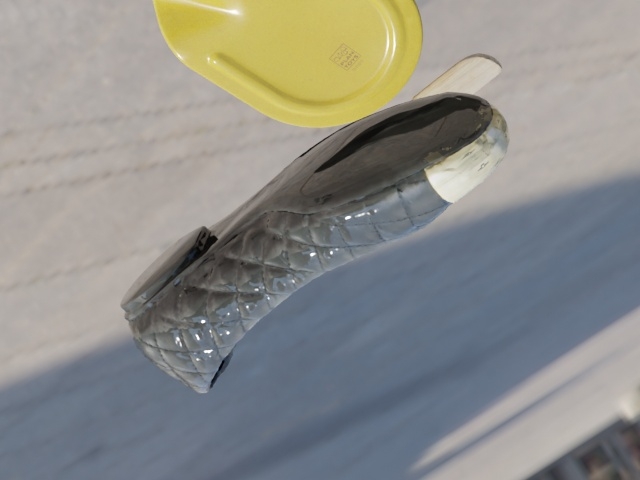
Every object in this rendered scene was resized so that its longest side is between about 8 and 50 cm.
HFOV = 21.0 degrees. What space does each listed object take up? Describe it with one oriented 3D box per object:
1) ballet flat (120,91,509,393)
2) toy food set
[{"bbox_3d":[0.000,0.000,0.585,0.173,0.049,0.057,-30,-159,38],"label":"ballet flat"},{"bbox_3d":[-0.007,-0.144,1.094,0.128,0.218,0.071,-45,-151,25],"label":"toy food set"}]
